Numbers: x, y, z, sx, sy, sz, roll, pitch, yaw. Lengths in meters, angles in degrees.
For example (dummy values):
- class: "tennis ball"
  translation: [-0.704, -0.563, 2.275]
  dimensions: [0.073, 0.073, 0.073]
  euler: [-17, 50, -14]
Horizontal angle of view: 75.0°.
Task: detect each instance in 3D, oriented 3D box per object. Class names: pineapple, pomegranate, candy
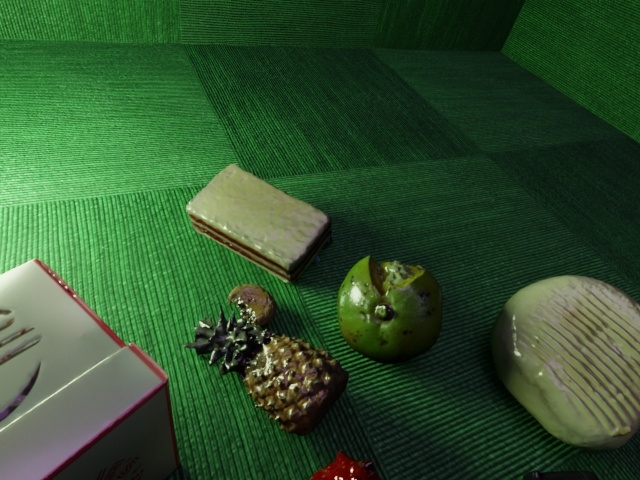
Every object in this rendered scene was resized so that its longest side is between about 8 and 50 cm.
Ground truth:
- class: "pineapple"
  translation: [-0.121, 0.224, 0.810]
  dimensions: [0.341, 0.169, 0.169]
  euler: [28, 45, 22]
- class: "pomegranate"
  translation: [0.154, 0.142, 0.940]
  dimensions: [0.236, 0.235, 0.302]
  euler: [22, 11, 7]
- class: "candy"
  translation: [-0.149, -0.042, 1.045]
  dimensions: [0.321, 0.135, 0.179]
  euler: [29, 66, 11]

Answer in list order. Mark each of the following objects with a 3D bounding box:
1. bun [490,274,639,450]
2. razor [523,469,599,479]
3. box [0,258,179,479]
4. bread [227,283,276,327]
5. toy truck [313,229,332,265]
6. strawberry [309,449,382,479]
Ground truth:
- class: "bun"
  translation: [0.559, 0.262, 0.908]
  dimensions: [0.361, 0.213, 0.360]
  euler: [-4, 64, 9]
- class: "razor"
  translation: [0.454, 0.477, 0.773]
  dimensions: [0.148, 0.054, 0.090]
  euler: [6, 45, -8]
- class: "box"
  translation: [-0.414, 0.270, 0.563]
  dimensions: [0.300, 0.312, 0.314]
  euler: [34, 46, 20]
- class: "bread"
  translation: [-0.148, 0.146, 0.937]
  dimensions: [0.082, 0.060, 0.113]
  euler: [-30, 61, -35]
- class: "toy truck"
  translation: [0.000, 0.000, 1.127]
  dimensions: [0.074, 0.063, 0.136]
  euler: [-18, 54, -8]
- class: "strawberry"
  translation: [0.033, 0.435, 0.628]
  dimensions: [0.202, 0.187, 0.184]
  euler: [-28, 79, -3]
